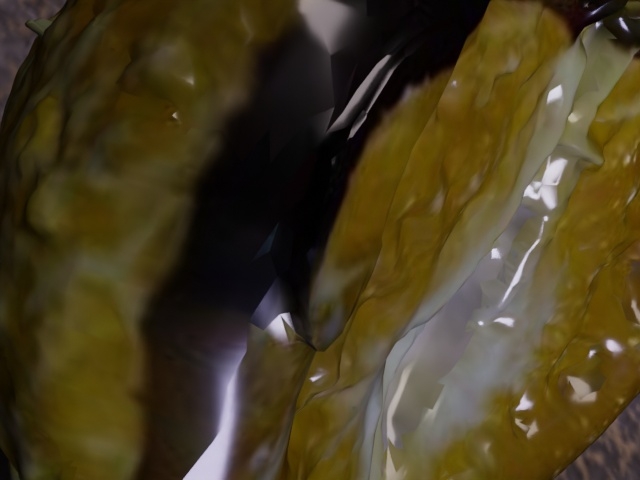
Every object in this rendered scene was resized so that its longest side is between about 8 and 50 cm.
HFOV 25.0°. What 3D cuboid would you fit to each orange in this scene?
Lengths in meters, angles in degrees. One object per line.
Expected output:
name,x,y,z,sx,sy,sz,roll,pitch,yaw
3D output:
orange,0.000,0.000,0.569,0.369,0.210,0.271,10,102,-58
